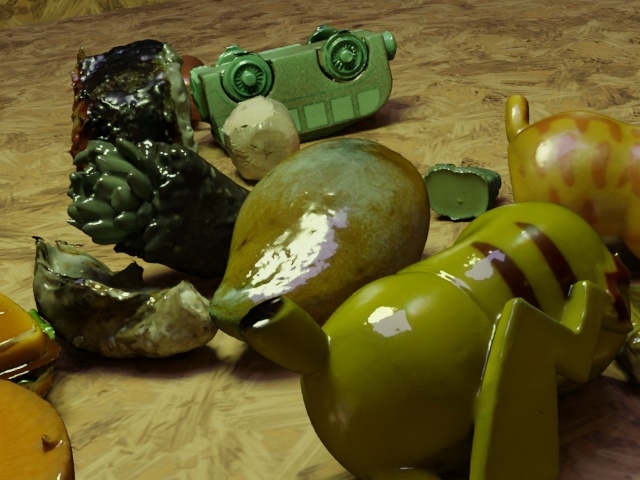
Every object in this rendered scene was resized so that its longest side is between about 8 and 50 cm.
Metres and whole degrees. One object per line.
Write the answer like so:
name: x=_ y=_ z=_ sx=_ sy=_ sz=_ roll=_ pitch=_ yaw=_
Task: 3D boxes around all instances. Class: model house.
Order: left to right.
model house: x=0.170 y=-0.067 z=1.293 sx=0.078 sy=0.066 sz=0.083 roll=4 pitch=23 yaw=21

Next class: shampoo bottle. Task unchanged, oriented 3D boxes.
shampoo bottle: x=-0.227 y=-0.251 z=1.855 sx=0.085 sy=0.085 sz=0.244 roll=-9 pitch=24 yaw=-5

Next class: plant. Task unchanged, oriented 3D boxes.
plant: x=-0.166 y=-0.038 z=1.152 sx=0.194 sy=0.129 sz=0.132 roll=22 pitch=-5 yaw=-33

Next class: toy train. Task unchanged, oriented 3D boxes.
toy train: x=-0.034 y=-0.235 z=1.657 sx=0.326 sy=0.159 sz=0.129 roll=-16 pitch=20 yaw=-12

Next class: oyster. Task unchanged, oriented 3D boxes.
oyster: x=-0.211 y=0.056 z=1.102 sx=0.166 sy=0.094 sz=0.294 roll=6 pitch=7 yaw=-19

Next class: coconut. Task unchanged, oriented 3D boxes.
coconut: x=-0.083 y=-0.145 z=1.501 sx=0.110 sy=0.110 sz=0.124 roll=-11 pitch=28 yaw=-10

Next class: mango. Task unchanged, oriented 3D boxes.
mango: x=0.000 y=0.000 z=1.074 sx=0.192 sy=0.146 sz=0.316 roll=6 pitch=29 yaw=24

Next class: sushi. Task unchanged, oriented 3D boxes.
sushi: x=-0.270 y=-0.184 z=1.547 sx=0.181 sy=0.196 sz=0.343 roll=-5 pitch=21 yaw=-11

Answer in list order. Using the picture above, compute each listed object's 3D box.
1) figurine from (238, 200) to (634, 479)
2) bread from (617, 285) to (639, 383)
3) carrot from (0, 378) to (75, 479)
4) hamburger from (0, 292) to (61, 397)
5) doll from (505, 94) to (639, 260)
figurine: x=0.108 y=0.090 z=0.804 sx=0.326 sy=0.218 sz=0.169 roll=-29 pitch=-11 yaw=-30
bread: x=0.274 y=0.077 z=0.919 sx=0.066 sy=0.060 sz=0.110 roll=-36 pitch=20 yaw=7
carrot: x=-0.285 y=0.205 z=0.714 sx=0.258 sy=0.100 sz=0.307 roll=-10 pitch=24 yaw=0
hamburger: x=-0.300 y=0.107 z=0.972 sx=0.137 sy=0.087 sz=0.166 roll=-19 pitch=26 yaw=-29
doll: x=0.312 y=-0.052 z=1.098 sx=0.269 sy=0.162 sz=0.166 roll=8 pitch=9 yaw=9
